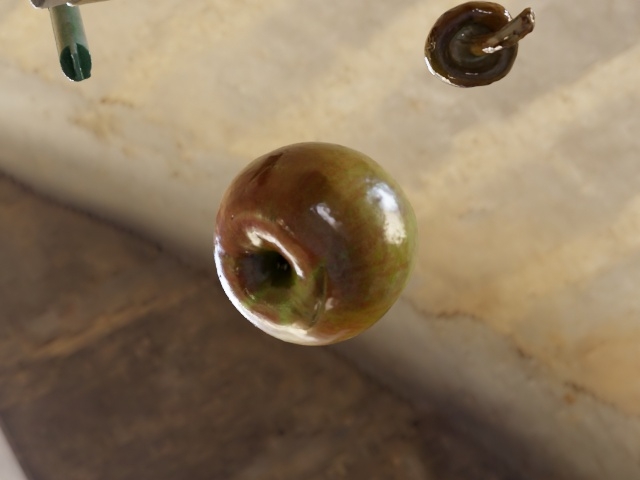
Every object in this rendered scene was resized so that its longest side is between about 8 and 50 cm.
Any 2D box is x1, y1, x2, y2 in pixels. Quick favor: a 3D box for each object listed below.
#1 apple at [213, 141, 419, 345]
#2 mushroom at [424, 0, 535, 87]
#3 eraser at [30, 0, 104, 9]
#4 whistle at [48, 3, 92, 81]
[{"bbox_3d":[0.000,0.000,1.773,0.196,0.196,0.196,-29,-11,-6],"label":"apple"},{"bbox_3d":[0.165,-0.197,1.818,0.129,0.088,0.073,-23,19,41],"label":"mushroom"},{"bbox_3d":[-0.212,-0.313,1.851,0.078,0.144,0.343,-36,-4,24],"label":"eraser"},{"bbox_3d":[-0.281,-0.231,2.111,0.039,0.039,0.186,-31,31,4],"label":"whistle"}]
